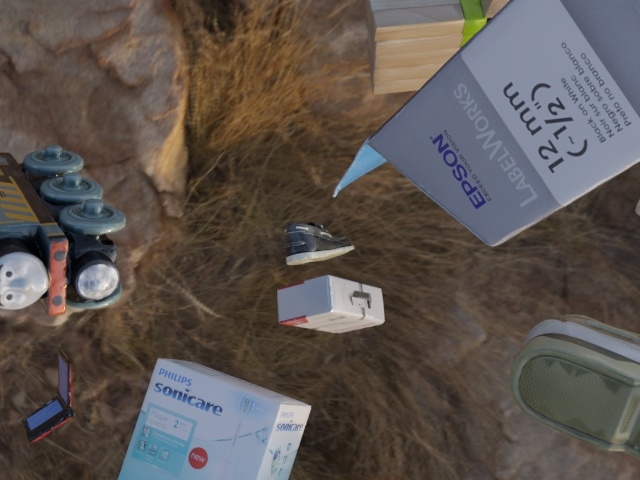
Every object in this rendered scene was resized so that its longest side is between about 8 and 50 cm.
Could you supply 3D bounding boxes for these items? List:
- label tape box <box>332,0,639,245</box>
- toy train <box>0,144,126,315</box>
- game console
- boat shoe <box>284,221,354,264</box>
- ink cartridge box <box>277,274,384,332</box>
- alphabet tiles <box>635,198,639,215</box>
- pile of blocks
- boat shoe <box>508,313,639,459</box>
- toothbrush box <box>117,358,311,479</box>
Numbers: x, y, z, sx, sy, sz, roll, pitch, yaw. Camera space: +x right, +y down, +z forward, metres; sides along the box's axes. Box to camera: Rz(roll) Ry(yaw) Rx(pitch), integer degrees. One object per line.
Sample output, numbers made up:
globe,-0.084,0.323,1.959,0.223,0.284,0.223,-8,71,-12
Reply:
label tape box,0.188,-0.108,0.565,0.249,0.348,0.115,-30,83,-32
toy train,-0.361,-0.015,1.143,0.190,0.334,0.142,-6,119,-29
game console,-0.465,0.261,1.590,0.124,0.144,0.085,-33,104,-17
boat shoe,0.000,0.000,1.800,0.233,0.084,0.079,-1,74,-65
ink cartridge box,0.016,0.096,1.386,0.135,0.099,0.056,17,63,-51
alphabet tiles,0.476,-0.127,1.077,0.021,0.278,0.284,34,67,-5
pile of blocks,0.200,-0.254,0.881,0.362,0.149,0.112,-18,62,19
boat shoe,0.310,0.144,0.765,0.302,0.113,0.103,29,34,14
toothbrush box,-0.170,0.348,1.391,0.217,0.126,0.295,17,85,23
